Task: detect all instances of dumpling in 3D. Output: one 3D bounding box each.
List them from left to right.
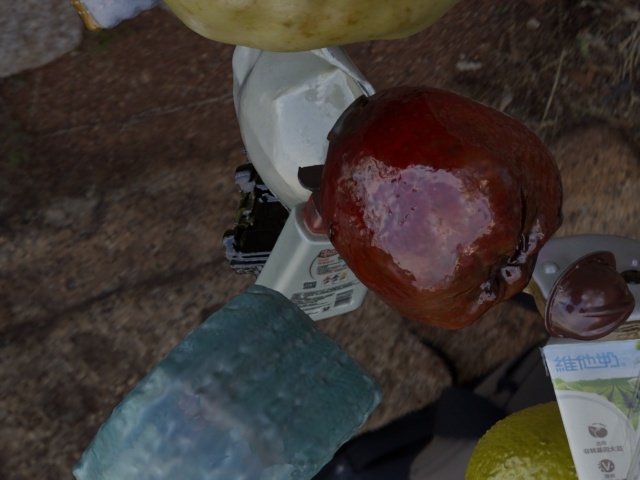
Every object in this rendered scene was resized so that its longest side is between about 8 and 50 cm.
[{"bbox_3d":[-0.005,-0.172,1.705,0.181,0.341,0.260,4,148,-15],"label":"dumpling"}]

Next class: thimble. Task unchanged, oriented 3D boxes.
[{"bbox_3d":[-0.261,-0.352,1.735,0.151,0.127,0.118,-28,113,-3],"label":"thimble"},{"bbox_3d":[-0.076,0.156,1.037,0.143,0.198,0.235,42,82,7],"label":"thimble"}]

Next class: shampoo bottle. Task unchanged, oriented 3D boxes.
[{"bbox_3d":[0.000,0.000,1.577,0.153,0.071,0.284,-11,147,-16],"label":"shampoo bottle"}]

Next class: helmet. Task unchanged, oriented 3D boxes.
[{"bbox_3d":[0.281,0.062,1.340,0.057,0.111,0.089,25,136,45],"label":"helmet"}]

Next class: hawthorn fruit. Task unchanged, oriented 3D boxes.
[{"bbox_3d":[0.080,-0.034,1.056,0.202,0.185,0.185,37,116,22],"label":"hawthorn fruit"}]

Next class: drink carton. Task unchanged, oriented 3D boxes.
[{"bbox_3d":[0.452,0.253,1.871,0.194,0.132,0.325,-8,112,30],"label":"drink carton"}]

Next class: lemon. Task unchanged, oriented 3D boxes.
[{"bbox_3d":[0.385,0.389,2.166,0.322,0.268,0.268,-26,103,-22],"label":"lemon"}]

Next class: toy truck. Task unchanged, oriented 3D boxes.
[{"bbox_3d":[-0.061,-0.048,2.043,0.127,0.257,0.127,-3,139,17],"label":"toy truck"}]

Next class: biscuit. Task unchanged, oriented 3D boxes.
[{"bbox_3d":[0.328,0.046,1.549,0.181,0.208,0.049,-9,116,-6],"label":"biscuit"}]

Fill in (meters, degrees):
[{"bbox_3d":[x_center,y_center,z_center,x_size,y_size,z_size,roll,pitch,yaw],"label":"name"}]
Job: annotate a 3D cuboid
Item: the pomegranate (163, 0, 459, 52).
[{"bbox_3d":[-0.006,-0.289,0.923,0.332,0.332,0.333,5,110,15],"label":"pomegranate"}]
